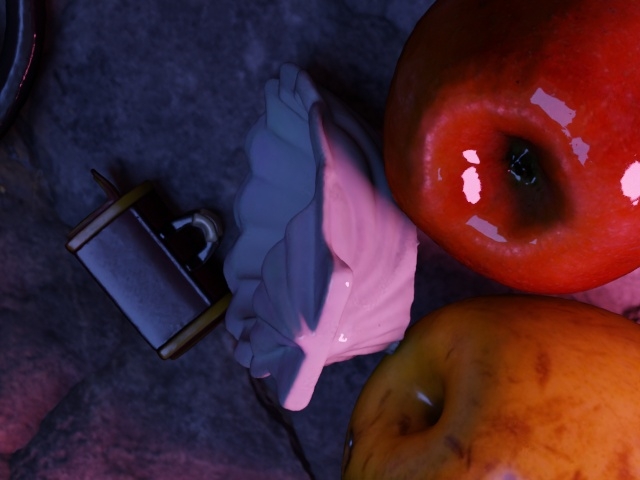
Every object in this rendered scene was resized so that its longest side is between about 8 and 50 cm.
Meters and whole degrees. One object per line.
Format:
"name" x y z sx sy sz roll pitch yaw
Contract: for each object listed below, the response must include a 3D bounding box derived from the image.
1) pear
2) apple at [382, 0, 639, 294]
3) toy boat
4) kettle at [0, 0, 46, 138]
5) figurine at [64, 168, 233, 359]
"pear" 0.149 0.167 1.108 0.280 0.281 0.281 8 113 19
"apple" 0.150 -0.075 1.053 0.218 0.201 0.218 12 122 20
"toy boat" 0.000 0.000 1.128 0.100 0.290 0.199 10 118 -12
"kettle" -0.358 -0.167 1.227 0.250 0.207 0.271 -12 98 33
"figurine" -0.124 0.004 1.271 0.098 0.082 0.154 -37 93 16
